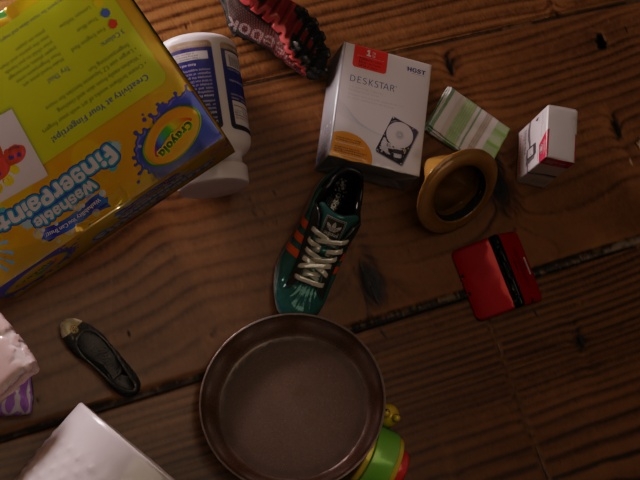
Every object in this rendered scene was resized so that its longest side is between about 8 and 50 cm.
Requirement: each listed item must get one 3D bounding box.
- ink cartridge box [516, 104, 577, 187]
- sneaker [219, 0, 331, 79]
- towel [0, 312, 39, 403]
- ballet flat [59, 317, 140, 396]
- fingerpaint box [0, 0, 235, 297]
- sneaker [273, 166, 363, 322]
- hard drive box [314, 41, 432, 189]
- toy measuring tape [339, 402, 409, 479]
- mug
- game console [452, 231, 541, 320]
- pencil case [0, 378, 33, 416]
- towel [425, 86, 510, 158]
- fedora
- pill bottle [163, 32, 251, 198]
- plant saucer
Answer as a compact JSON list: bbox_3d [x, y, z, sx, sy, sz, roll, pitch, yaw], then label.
[{"bbox_3d":[0.432,-0.178,2.075,0.063,0.150,0.109,9,72,-10],"label":"ink cartridge box"},{"bbox_3d":[-0.096,-0.403,2.011,0.276,0.135,0.097,47,53,-25],"label":"sneaker"},{"bbox_3d":[-0.627,0.174,1.618,0.317,0.053,0.332,-43,70,-4],"label":"towel"},{"bbox_3d":[-0.360,0.189,1.787,0.173,0.049,0.057,43,67,-1],"label":"ballet flat"},{"bbox_3d":[-0.426,-0.180,1.740,0.445,0.163,0.371,-35,86,0],"label":"fingerpaint box"},{"bbox_3d":[0.000,0.000,1.909,0.108,0.121,0.302,21,70,-10],"label":"sneaker"},{"bbox_3d":[0.099,-0.230,2.022,0.181,0.089,0.232,11,72,-14],"label":"hard drive box"},{"bbox_3d":[0.070,0.425,1.815,0.121,0.121,0.330,25,69,-9],"label":"toy measuring tape"},{"bbox_3d":[-0.332,0.463,1.554,0.328,0.374,0.276,-50,125,-14],"label":"mug"},{"bbox_3d":[0.336,0.067,2.050,0.124,0.085,0.144,-9,76,-51],"label":"game console"},{"bbox_3d":[-0.553,0.238,1.702,0.206,0.086,0.088,1,48,-18],"label":"pencil case"},{"bbox_3d":[0.289,-0.220,2.111,0.152,0.023,0.113,33,69,-6],"label":"towel"},{"bbox_3d":[0.238,-0.104,2.008,0.194,0.194,0.079,-25,47,-21],"label":"fedora"},{"bbox_3d":[-0.204,-0.215,1.892,0.153,0.153,0.264,-5,76,-18],"label":"pill bottle"},{"bbox_3d":[-0.046,0.273,1.815,0.311,0.050,0.310,-2,65,3],"label":"plant saucer"}]
